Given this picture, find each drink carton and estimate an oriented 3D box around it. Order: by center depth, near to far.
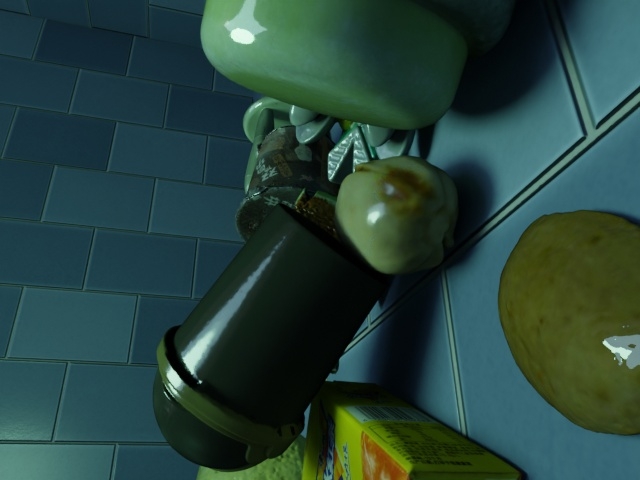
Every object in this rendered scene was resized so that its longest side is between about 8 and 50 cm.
[{"bbox_3d":[0.068,0.268,0.584,0.351,0.111,0.155,167,110,-75],"label":"drink carton"}]

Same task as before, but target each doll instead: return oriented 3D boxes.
[{"bbox_3d":[0.053,-0.204,0.755,0.194,0.153,0.259,-15,72,46],"label":"doll"}]

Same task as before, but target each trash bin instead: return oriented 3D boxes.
[{"bbox_3d":[-0.079,0.136,0.662,0.334,0.214,0.214,-53,20,6],"label":"trash bin"}]

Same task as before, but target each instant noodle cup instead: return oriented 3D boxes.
[{"bbox_3d":[-0.051,-0.102,1.053,0.218,0.217,0.208,113,165,-50],"label":"instant noodle cup"}]

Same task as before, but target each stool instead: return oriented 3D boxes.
[{"bbox_3d":[-0.089,-0.218,1.257,0.195,0.195,0.199,117,154,-55],"label":"stool"}]

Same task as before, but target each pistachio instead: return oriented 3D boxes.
[{"bbox_3d":[0.082,-0.030,0.613,0.215,0.143,0.144,170,106,-73],"label":"pistachio"}]

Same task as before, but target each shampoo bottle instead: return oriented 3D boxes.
[{"bbox_3d":[0.038,-0.289,0.519,0.322,0.322,0.318,-147,70,-74],"label":"shampoo bottle"}]

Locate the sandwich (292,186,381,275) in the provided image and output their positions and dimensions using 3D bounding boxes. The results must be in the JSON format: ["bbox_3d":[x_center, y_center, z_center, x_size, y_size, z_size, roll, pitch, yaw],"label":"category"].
[{"bbox_3d":[0.008,-0.008,0.828,0.235,0.159,0.079,-106,28,-44],"label":"sandwich"}]

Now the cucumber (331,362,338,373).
[{"bbox_3d":[0.011,0.200,1.003,0.067,0.035,0.108,116,155,-49],"label":"cucumber"}]

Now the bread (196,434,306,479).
[{"bbox_3d":[-0.101,0.505,0.940,0.320,0.237,0.321,179,90,-89],"label":"bread"}]

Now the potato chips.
[{"bbox_3d":[0.178,0.052,0.376,0.202,0.049,0.150,-108,33,-72],"label":"potato chips"}]
